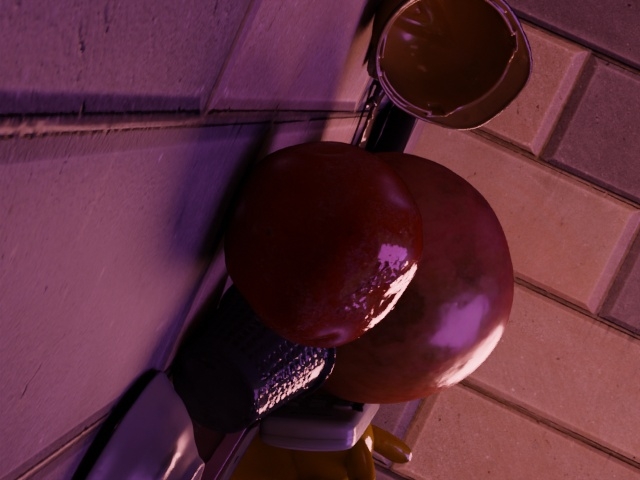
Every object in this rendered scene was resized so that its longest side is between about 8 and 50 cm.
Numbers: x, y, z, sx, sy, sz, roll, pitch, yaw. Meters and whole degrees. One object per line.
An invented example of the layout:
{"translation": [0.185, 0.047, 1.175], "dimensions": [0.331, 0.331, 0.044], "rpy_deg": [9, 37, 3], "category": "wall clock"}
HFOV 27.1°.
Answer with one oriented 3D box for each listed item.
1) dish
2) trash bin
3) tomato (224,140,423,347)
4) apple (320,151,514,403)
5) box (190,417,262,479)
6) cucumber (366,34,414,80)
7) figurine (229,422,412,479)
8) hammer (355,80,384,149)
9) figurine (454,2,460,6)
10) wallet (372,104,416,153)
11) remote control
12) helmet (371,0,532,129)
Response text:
{"translation": [-0.205, 0.304, 1.470], "dimensions": [0.316, 0.106, 0.316], "rpy_deg": [25, 90, -84], "category": "dish"}
{"translation": [-0.094, 0.152, 1.628], "dimensions": [0.161, 0.175, 0.175], "rpy_deg": [-39, 156, -51], "category": "trash bin"}
{"translation": [-0.003, -0.003, 1.476], "dimensions": [0.232, 0.232, 0.188], "rpy_deg": [-65, 158, 7], "category": "tomato"}
{"translation": [0.085, 0.061, 1.867], "dimensions": [0.364, 0.364, 0.364], "rpy_deg": [-63, 174, -12], "category": "apple"}
{"translation": [-0.148, 0.272, 1.857], "dimensions": [0.215, 0.086, 0.215], "rpy_deg": [-59, 174, -2], "category": "box"}
{"translation": [0.103, -0.285, 1.969], "dimensions": [0.064, 0.064, 0.112], "rpy_deg": [-60, 175, -39], "category": "cucumber"}
{"translation": [-0.035, 0.338, 2.112], "dimensions": [0.218, 0.326, 0.169], "rpy_deg": [-42, 120, -78], "category": "figurine"}
{"translation": [0.066, -0.162, 2.294], "dimensions": [0.125, 0.027, 0.297], "rpy_deg": [-55, 169, -47], "category": "hammer"}
{"translation": [0.201, -0.454, 1.891], "dimensions": [0.137, 0.112, 0.229], "rpy_deg": [3, 109, -54], "category": "figurine"}
{"translation": [0.104, -0.120, 2.507], "dimensions": [0.406, 0.062, 0.228], "rpy_deg": [-65, 177, -62], "category": "wallet"}
{"translation": [0.001, 0.250, 1.922], "dimensions": [0.296, 0.140, 0.056], "rpy_deg": [-21, 112, -79], "category": "remote control"}
{"translation": [0.164, -0.286, 1.858], "dimensions": [0.205, 0.257, 0.140], "rpy_deg": [-43, -138, 15], "category": "helmet"}
